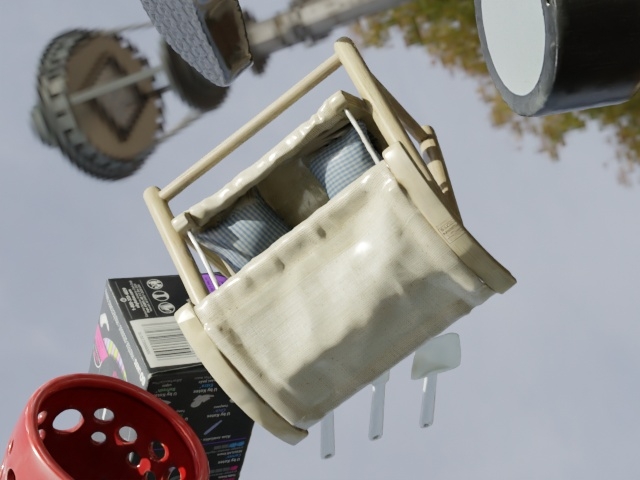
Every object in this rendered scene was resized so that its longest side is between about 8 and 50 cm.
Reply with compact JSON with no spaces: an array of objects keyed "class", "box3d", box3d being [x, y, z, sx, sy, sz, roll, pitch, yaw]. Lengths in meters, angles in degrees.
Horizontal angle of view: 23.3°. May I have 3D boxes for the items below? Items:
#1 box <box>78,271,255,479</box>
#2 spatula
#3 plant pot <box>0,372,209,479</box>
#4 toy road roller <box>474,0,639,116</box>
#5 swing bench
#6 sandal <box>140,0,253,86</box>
[{"class":"box","box3d":[-0.170,0.187,1.714,0.143,0.270,0.165,-4,-141,-25]},{"class":"spatula","box3d":[0.067,0.172,1.675,0.242,0.168,0.019,87,164,-58]},{"class":"plant pot","box3d":[-0.228,0.251,1.504,0.191,0.174,0.191,25,-151,-15]},{"class":"toy road roller","box3d":[0.156,-0.228,0.679,0.203,0.329,0.240,-10,-130,-14]},{"class":"swing bench","box3d":[0.000,0.000,1.396,0.165,0.253,0.254,42,-163,-37]},{"class":"sandal","box3d":[-0.122,-0.292,1.433,0.167,0.446,0.107,43,-101,13]}]
